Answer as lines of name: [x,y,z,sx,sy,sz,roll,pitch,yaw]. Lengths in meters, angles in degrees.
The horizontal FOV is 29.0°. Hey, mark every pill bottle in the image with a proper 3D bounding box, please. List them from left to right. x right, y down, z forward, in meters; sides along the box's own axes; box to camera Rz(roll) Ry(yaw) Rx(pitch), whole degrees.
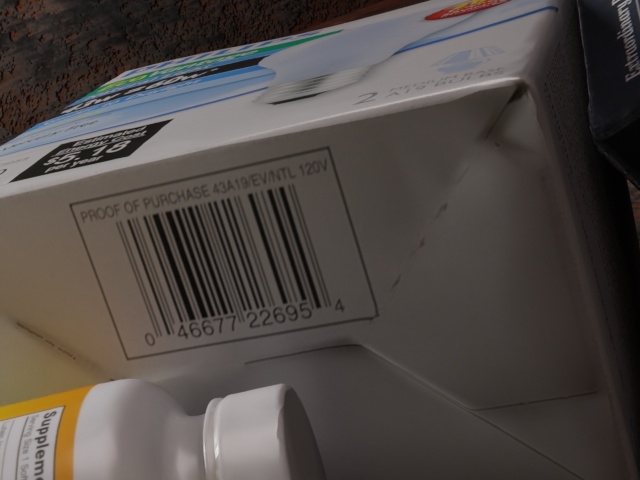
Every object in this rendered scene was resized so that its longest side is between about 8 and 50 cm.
pill bottle: [-0.121,0.140,0.556,0.246,0.136,0.136,-14,16,6]

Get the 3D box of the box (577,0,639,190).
box: [0.348,-0.177,0.649,0.395,0.212,0.293,-36,27,30]

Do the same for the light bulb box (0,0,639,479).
light bulb box: [0.000,0.000,0.758,0.358,0.225,0.361,-11,17,17]
